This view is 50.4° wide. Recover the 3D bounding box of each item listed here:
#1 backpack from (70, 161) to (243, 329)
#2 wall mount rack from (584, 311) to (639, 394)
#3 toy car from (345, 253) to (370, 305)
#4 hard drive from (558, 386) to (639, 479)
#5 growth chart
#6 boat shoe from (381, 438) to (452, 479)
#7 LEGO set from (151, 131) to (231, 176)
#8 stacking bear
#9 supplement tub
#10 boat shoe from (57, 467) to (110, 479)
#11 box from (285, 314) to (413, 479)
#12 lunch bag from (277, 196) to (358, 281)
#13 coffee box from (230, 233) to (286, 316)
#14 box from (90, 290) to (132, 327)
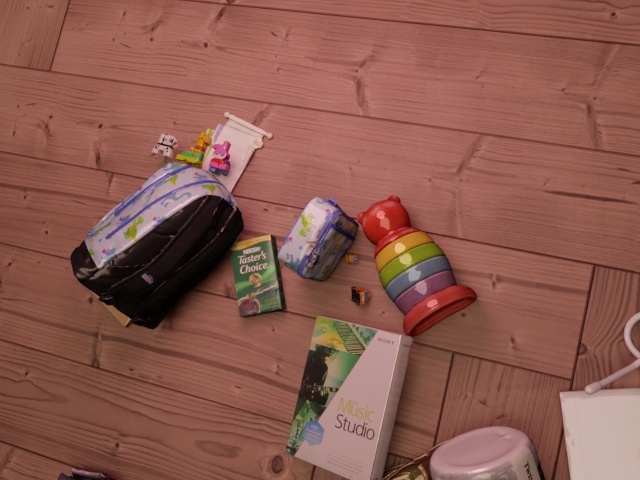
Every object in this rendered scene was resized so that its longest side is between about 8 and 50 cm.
[{"bbox_3d":[-0.353,-0.010,1.579,0.355,0.290,0.273,-34,48,8],"label":"backpack"},{"bbox_3d":[0.687,0.284,1.278,0.304,0.130,0.350,-38,59,-3],"label":"wall mount rack"},{"bbox_3d":[0.090,0.088,1.561,0.040,0.060,0.122,-5,86,-17],"label":"toy car"},{"bbox_3d":[0.650,0.397,1.360,0.307,0.040,0.203,-7,79,15],"label":"hard drive"},{"bbox_3d":[-0.250,-0.211,1.720,0.172,0.021,0.237,34,91,18],"label":"growth chart"},{"bbox_3d":[0.231,0.493,1.431,0.257,0.095,0.095,-29,75,9],"label":"boat shoe"},{"bbox_3d":[-0.293,-0.226,1.684,0.227,0.087,0.093,15,83,25],"label":"LEGO set"},{"bbox_3d":[0.189,0.040,1.492,0.175,0.164,0.289,-32,70,8],"label":"stacking bear"},{"bbox_3d":[0.352,0.552,1.308,0.207,0.207,0.338,-18,93,12],"label":"supplement tub"},{"bbox_3d":[-0.491,0.648,1.589,0.340,0.127,0.158,11,92,18],"label":"boat shoe"},{"bbox_3d":[0.059,0.341,1.487,0.232,0.058,0.322,8,81,38],"label":"box"},{"bbox_3d":[0.000,0.000,1.512,0.090,0.219,0.176,32,90,17],"label":"lunch bag"},{"bbox_3d":[-0.152,0.085,1.633,0.113,0.040,0.184,-12,78,15],"label":"coffee box"},{"bbox_3d":[-0.508,0.097,1.742,0.201,0.021,0.164,41,93,17],"label":"box"}]
